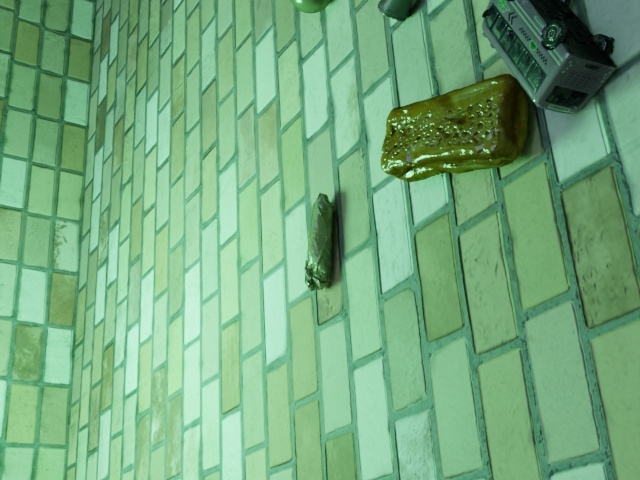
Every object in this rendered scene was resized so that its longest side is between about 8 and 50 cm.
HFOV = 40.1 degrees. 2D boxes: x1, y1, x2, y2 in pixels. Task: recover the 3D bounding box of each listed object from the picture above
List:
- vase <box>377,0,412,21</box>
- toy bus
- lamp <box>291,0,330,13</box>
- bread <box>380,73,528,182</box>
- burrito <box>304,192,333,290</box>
[{"bbox_3d":[0.165,-0.474,1.467,0.214,0.086,0.086,-62,33,34],"label":"vase"},{"bbox_3d":[0.293,-0.262,1.153,0.108,0.096,0.198,-60,37,36],"label":"toy bus"},{"bbox_3d":[0.011,-0.511,1.747,0.163,0.091,0.091,-7,73,43],"label":"lamp"},{"bbox_3d":[0.196,-0.165,1.300,0.271,0.077,0.139,-9,68,57],"label":"bread"},{"bbox_3d":[-0.001,0.000,1.609,0.058,0.045,0.188,-16,64,49],"label":"burrito"}]
